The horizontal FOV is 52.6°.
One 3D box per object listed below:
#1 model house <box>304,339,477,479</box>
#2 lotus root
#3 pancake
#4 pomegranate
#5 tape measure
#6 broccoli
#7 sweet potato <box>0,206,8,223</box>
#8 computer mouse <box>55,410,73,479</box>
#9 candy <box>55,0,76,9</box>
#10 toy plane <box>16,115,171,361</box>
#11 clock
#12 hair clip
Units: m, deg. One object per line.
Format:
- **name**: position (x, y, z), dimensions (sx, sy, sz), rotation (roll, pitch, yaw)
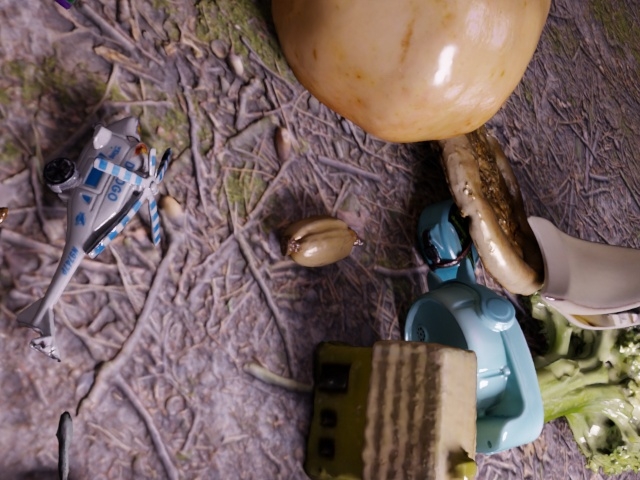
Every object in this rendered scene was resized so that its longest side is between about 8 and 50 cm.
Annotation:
- **model house**: position (0.116, 0.231, 0.846), dimensions (0.174, 0.234, 0.194), rotation (21, 68, -36)
- **lotus root**: position (0.000, 0.000, 0.916), dimensions (0.150, 0.062, 0.073), rotation (-7, 62, -44)
- **pancake**: position (0.293, -0.097, 1.131), dimensions (0.382, 0.071, 0.382), rotation (41, 36, -40)
- **pomegranate**: position (0.131, -0.349, 0.892), dimensions (0.411, 0.411, 0.412), rotation (12, 72, -39)
- **tape measure**: position (0.220, -0.004, 1.097), dimensions (0.125, 0.081, 0.146), rotation (55, 44, -21)
- **broccoli**: position (0.451, 0.287, 1.141), dimensions (0.353, 0.275, 0.397), rotation (29, 41, 18)
- **sweet potato**: position (-0.390, 0.005, 0.579), dimensions (0.214, 0.050, 0.050), rotation (-31, 101, -45)
- **computer mouse**: position (-0.232, 0.355, 0.609), dimensions (0.167, 0.090, 0.380), rotation (3, 72, -41)
- **candy**: position (-0.377, -0.377, 0.674), dimensions (0.312, 0.061, 0.088), rotation (34, 58, -32)
- **toy plane**: position (-0.250, -0.013, 0.699), dimensions (0.182, 0.107, 0.273), rotation (47, 61, -78)
- **clock**: position (0.206, 0.170, 0.961), dimensions (0.094, 0.223, 0.274), rotation (-8, 78, -24)
- **hair clip**: position (0.484, 0.067, 1.123), dimensions (0.282, 0.113, 0.173), rotation (6, 54, -5)
